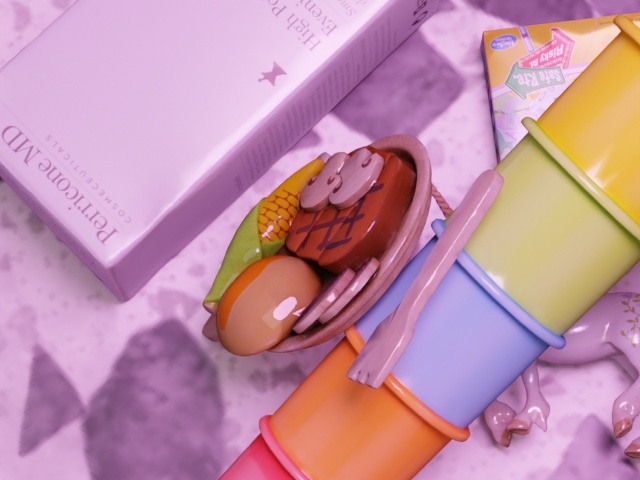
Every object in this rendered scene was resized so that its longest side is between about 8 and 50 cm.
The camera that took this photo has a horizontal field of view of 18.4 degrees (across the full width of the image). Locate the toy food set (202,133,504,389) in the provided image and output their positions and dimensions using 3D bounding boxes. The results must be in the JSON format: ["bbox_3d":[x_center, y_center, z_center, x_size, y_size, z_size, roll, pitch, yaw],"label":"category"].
[{"bbox_3d":[0.000,0.000,0.927,0.038,0.192,0.132,38,77,-24],"label":"toy food set"}]

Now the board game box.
[{"bbox_3d":[0.165,-0.065,1.013,0.154,0.026,0.103,-7,78,0],"label":"board game box"}]

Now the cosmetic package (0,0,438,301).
[{"bbox_3d":[-0.058,-0.092,0.999,0.117,0.085,0.231,44,81,11],"label":"cosmetic package"}]

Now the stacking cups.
[{"bbox_3d":[0.063,0.041,0.920,0.096,0.096,0.316,46,101,10],"label":"stacking cups"}]

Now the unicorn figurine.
[{"bbox_3d":[0.117,0.046,0.980,0.162,0.060,0.111,10,68,-10],"label":"unicorn figurine"}]
